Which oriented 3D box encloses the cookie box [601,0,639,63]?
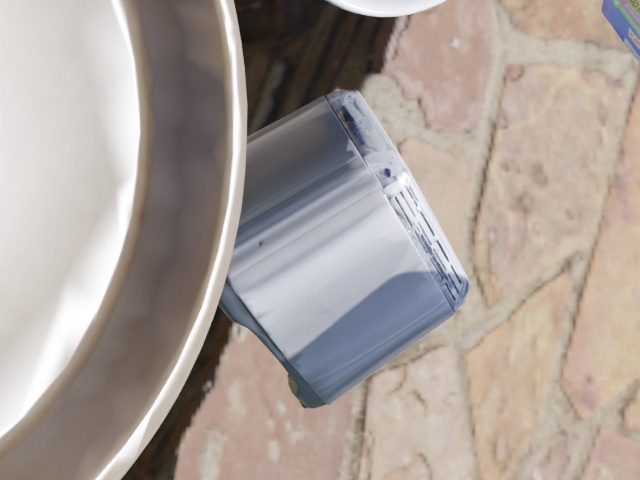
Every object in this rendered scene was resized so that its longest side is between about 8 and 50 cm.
[{"bbox_3d":[0.251,-0.148,0.779,0.107,0.092,0.040,-24,150,-6],"label":"cookie box"}]

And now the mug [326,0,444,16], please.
[{"bbox_3d":[0.029,-0.406,1.089,0.374,0.328,0.276,-37,130,-12],"label":"mug"}]

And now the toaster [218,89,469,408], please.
[{"bbox_3d":[0.000,0.000,0.812,0.146,0.129,0.227,-32,135,3],"label":"toaster"}]

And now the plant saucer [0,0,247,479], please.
[{"bbox_3d":[-0.127,-0.030,0.330,0.277,0.041,0.278,-7,100,-49],"label":"plant saucer"}]
